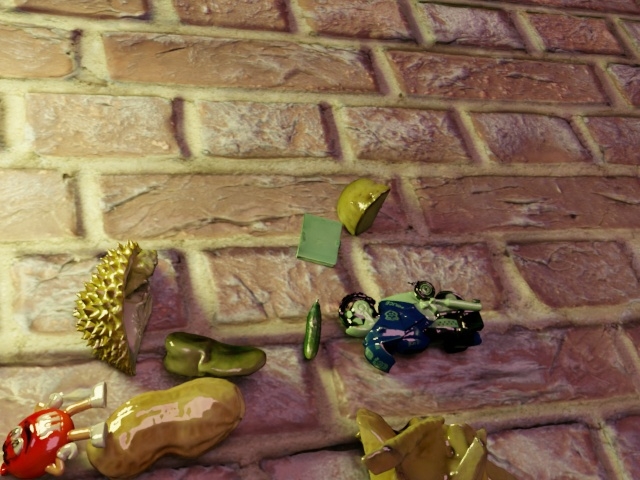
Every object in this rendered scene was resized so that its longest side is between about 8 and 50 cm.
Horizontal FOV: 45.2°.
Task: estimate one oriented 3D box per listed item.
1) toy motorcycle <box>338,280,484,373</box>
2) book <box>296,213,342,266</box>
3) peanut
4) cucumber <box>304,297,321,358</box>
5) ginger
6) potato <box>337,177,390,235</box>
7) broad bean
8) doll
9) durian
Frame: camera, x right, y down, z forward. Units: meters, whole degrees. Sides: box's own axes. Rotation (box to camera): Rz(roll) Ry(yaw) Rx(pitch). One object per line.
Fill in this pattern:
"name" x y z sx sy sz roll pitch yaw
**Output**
"toy motorcycle" 0.208 0.199 1.746 0.331 0.125 0.196 0 57 -15
"book" 0.000 0.000 1.882 0.103 0.017 0.135 14 51 -6
"peanut" -0.287 0.351 1.452 0.305 0.147 0.147 -11 59 -24
"cucumber" -0.015 0.199 1.717 0.037 0.037 0.155 13 54 -9
"ginger" 0.245 0.494 1.481 0.413 0.211 0.358 19 53 -5
"potato" 0.087 -0.103 1.906 0.081 0.149 0.120 -26 64 -38
"broad bean" -0.216 0.237 1.565 0.206 0.072 0.153 11 13 -8
"doll" -0.487 0.349 1.388 0.217 0.085 0.183 -25 38 1
"durian" -0.406 0.110 1.586 0.166 0.172 0.306 29 38 -28
